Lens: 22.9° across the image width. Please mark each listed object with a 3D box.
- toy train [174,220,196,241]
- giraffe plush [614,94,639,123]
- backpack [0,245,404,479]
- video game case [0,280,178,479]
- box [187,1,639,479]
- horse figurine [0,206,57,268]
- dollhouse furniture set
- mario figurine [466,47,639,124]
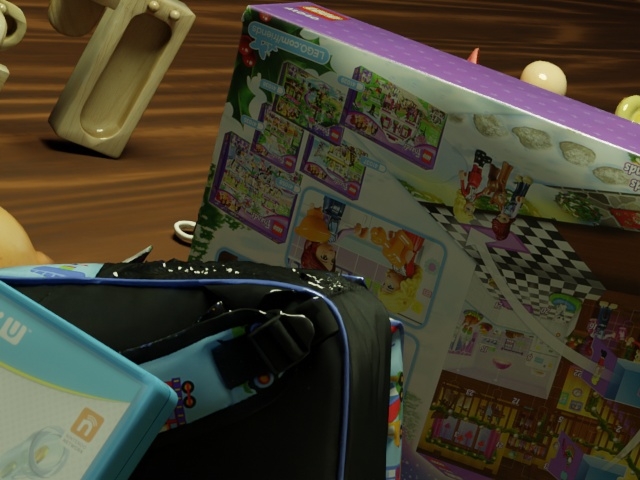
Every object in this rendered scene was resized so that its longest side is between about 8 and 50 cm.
[{"bbox_3d":[0.000,0.000,0.961,0.166,0.046,0.125,25,20,26],"label":"toy train"},{"bbox_3d":[0.324,-0.076,1.315,0.181,0.210,0.170,30,51,28],"label":"giraffe plush"},{"bbox_3d":[-0.068,0.080,0.506,0.173,0.158,0.117,2,4,13],"label":"backpack"},{"bbox_3d":[-0.129,0.085,0.435,0.119,0.166,0.015,27,-12,32],"label":"video game case"},{"bbox_3d":[0.077,0.041,0.651,0.293,0.201,0.057,25,21,24],"label":"box"},{"bbox_3d":[-0.186,0.026,0.601,0.174,0.066,0.263,-11,-2,34],"label":"horse figurine"},{"bbox_3d":[-0.162,-0.098,1.005,0.151,0.144,0.123,22,17,-33],"label":"dollhouse furniture set"},{"bbox_3d":[0.193,-0.043,1.040,0.320,0.170,0.198,23,-17,-3],"label":"mario figurine"}]
